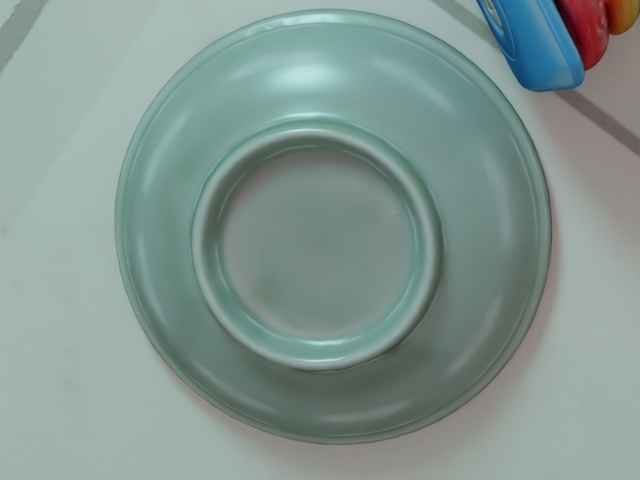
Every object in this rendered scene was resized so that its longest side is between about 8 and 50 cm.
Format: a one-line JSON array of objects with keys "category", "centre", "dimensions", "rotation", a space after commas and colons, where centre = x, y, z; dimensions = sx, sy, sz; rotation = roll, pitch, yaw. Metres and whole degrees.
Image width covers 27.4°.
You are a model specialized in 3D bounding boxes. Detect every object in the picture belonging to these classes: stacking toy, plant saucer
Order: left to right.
[{"category": "plant saucer", "centre": [0.000, 0.000, 1.150], "dimensions": [0.400, 0.100, 0.400], "rotation": [2, 101, 10]}, {"category": "stacking toy", "centre": [0.267, -0.255, 1.043], "dimensions": [0.302, 0.175, 0.165], "rotation": [-27, 98, 2]}]
